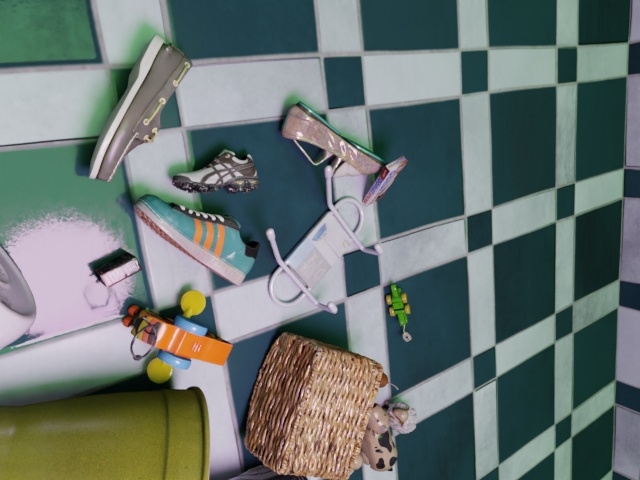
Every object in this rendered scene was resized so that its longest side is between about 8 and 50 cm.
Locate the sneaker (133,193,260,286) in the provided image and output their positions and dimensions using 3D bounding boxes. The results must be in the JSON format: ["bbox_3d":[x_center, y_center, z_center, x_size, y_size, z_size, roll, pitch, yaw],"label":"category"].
[{"bbox_3d":[-0.250,-0.023,1.090,0.302,0.108,0.121,43,73,-41],"label":"sneaker"}]

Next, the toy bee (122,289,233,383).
[{"bbox_3d":[-0.315,0.181,1.068,0.195,0.162,0.298,-53,148,-25],"label":"toy bee"}]

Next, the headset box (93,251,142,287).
[{"bbox_3d":[-0.403,0.059,1.017,0.083,0.062,0.032,-33,115,-27],"label":"headset box"}]

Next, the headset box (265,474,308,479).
[{"bbox_3d":[-0.159,0.674,1.138,0.283,0.131,0.246,1,117,-37],"label":"headset box"}]

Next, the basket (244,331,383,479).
[{"bbox_3d":[-0.025,0.395,1.250,0.223,0.214,0.298,24,79,-36],"label":"basket"}]

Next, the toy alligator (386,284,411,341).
[{"bbox_3d":[0.234,0.202,1.502,0.051,0.056,0.189,-63,139,-61],"label":"toy alligator"}]

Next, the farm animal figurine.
[{"bbox_3d":[0.119,0.520,1.400,0.330,0.172,0.326,-44,120,-21],"label":"farm animal figurine"}]

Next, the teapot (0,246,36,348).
[{"bbox_3d":[-0.590,0.092,0.800,0.187,0.252,0.255,-34,105,-12],"label":"teapot"}]

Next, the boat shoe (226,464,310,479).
[{"bbox_3d":[-0.158,0.605,1.274,0.268,0.088,0.096,-9,86,-31],"label":"boat shoe"}]

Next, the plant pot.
[{"bbox_3d":[-0.425,0.434,0.925,0.353,0.366,0.366,13,91,-24],"label":"plant pot"}]

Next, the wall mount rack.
[{"bbox_3d":[0.000,0.000,1.249,0.350,0.131,0.304,-49,122,-19],"label":"wall mount rack"}]

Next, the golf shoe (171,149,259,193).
[{"bbox_3d":[-0.227,-0.148,1.106,0.198,0.077,0.093,-5,91,-41],"label":"golf shoe"}]

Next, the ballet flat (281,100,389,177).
[{"bbox_3d":[0.032,-0.220,1.265,0.316,0.107,0.106,28,102,-30],"label":"ballet flat"}]

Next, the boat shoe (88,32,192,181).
[{"bbox_3d":[-0.341,-0.240,0.979,0.091,0.109,0.304,28,78,-30],"label":"boat shoe"}]

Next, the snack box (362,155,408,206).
[{"bbox_3d":[0.162,-0.149,1.324,0.064,0.178,0.022,-31,76,-27],"label":"snack box"}]
